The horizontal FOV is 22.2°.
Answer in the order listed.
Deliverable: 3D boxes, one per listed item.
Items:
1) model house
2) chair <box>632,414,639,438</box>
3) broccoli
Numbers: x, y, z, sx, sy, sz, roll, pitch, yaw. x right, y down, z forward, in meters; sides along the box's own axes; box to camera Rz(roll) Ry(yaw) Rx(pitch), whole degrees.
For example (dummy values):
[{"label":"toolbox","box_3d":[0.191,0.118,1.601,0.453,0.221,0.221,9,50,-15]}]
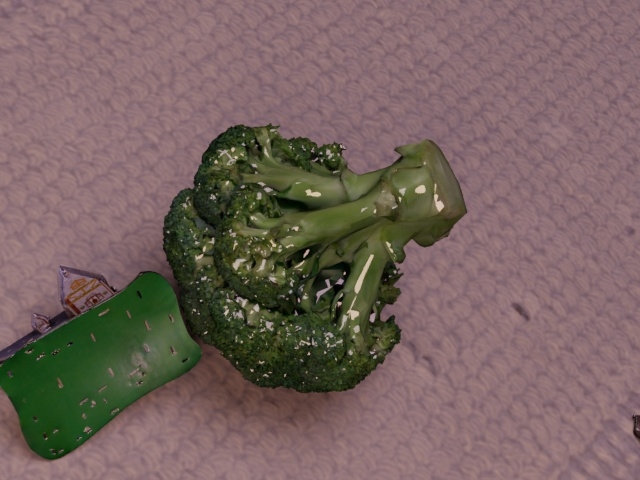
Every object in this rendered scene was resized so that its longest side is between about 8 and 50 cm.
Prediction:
[{"label":"model house","box_3d":[-0.202,0.088,1.367,0.167,0.117,0.088,-35,37,-16]},{"label":"chair","box_3d":[0.347,0.175,1.566,0.086,0.042,0.037,2,51,-22]},{"label":"broccoli","box_3d":[0.000,0.000,1.406,0.270,0.270,0.270,41,32,-33]}]
